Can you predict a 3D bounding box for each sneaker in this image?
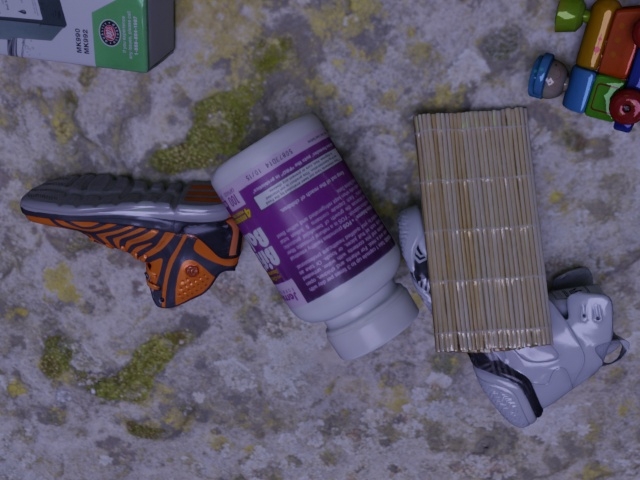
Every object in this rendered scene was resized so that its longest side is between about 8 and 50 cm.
[{"bbox_3d":[0.268,0.071,1.142,0.210,0.137,0.366,-31,102,12],"label":"sneaker"},{"bbox_3d":[-0.272,0.008,1.195,0.320,0.125,0.180,6,118,6],"label":"sneaker"}]

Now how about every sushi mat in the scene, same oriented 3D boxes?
[{"bbox_3d":[0.210,-0.013,1.065,0.151,0.019,0.317,-5,86,0],"label":"sushi mat"}]

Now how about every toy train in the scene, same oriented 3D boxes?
[{"bbox_3d":[0.344,-0.265,0.971,0.143,0.105,0.248,19,116,19],"label":"toy train"}]

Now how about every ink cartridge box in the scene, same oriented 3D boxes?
[{"bbox_3d":[-0.336,-0.336,1.018,0.289,0.122,0.211,7,119,6],"label":"ink cartridge box"}]

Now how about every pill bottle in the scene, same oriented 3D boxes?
[{"bbox_3d":[0.000,0.000,1.084,0.169,0.169,0.302,-31,94,23],"label":"pill bottle"}]
